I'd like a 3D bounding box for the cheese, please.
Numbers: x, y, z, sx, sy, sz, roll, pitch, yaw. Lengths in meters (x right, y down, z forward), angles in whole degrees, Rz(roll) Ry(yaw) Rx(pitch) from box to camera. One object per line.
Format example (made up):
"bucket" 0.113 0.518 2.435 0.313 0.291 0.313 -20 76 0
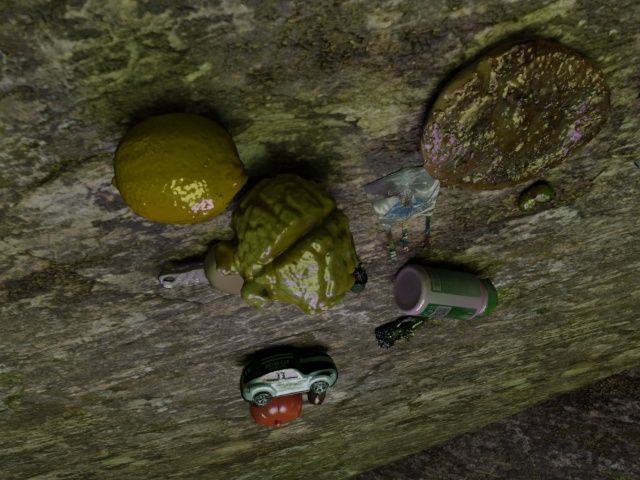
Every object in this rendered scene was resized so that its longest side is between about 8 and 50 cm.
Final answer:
"cheese" -0.209 0.064 1.037 0.286 0.082 0.163 -9 141 -5

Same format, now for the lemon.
"lemon" -0.219 -0.109 0.742 0.193 0.181 0.180 -26 141 15

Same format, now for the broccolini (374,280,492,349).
"broccolini" 0.338 0.232 1.424 0.392 0.074 0.078 -31 146 24

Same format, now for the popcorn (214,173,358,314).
"popcorn" -0.053 0.012 0.873 0.270 0.224 0.258 11 105 -27

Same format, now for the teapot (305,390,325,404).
"teapot" -0.020 0.548 1.706 0.085 0.080 0.110 10 166 -4

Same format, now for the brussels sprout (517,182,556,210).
"brussels sprout" 0.487 -0.097 1.077 0.083 0.046 0.051 -33 132 25

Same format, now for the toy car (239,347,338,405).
"toy car" -0.100 0.399 1.462 0.305 0.136 0.125 -10 121 -7

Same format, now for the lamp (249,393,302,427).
"lamp" -0.150 0.546 1.602 0.187 0.164 0.188 -7 143 -5

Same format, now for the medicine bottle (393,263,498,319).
"medicine bottle" 0.339 0.142 1.265 0.274 0.133 0.133 9 137 -26

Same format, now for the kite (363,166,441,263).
"kite" 0.206 -0.053 1.071 0.169 0.015 0.310 -19 142 5

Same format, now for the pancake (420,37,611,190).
"pancake" 0.347 -0.210 0.879 0.356 0.065 0.356 -9 141 -8

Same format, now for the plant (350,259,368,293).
"plant" 0.094 0.087 1.186 0.051 0.051 0.102 -8 137 -7
